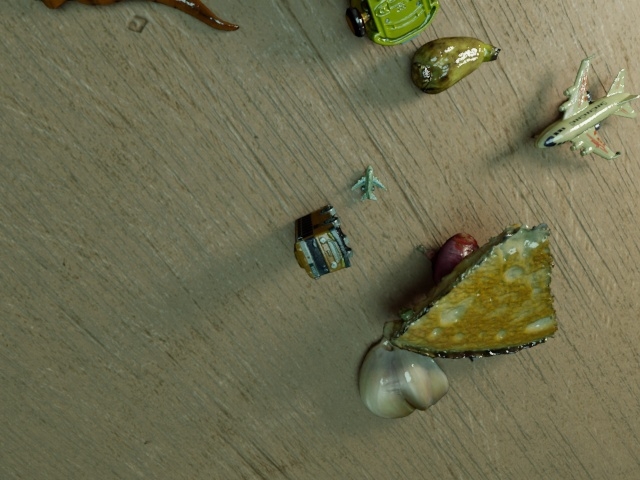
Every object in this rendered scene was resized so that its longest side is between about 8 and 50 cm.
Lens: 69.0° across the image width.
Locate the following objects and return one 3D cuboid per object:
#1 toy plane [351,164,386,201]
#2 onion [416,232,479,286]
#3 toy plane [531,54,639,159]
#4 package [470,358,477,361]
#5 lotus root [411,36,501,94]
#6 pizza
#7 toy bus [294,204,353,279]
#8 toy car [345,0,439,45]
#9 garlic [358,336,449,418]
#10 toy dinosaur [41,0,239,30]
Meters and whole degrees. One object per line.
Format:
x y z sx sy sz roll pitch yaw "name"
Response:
0.111 -0.131 1.073 0.080 0.033 0.083 0 100 -4 "toy plane"
0.292 0.039 1.104 0.140 0.150 0.150 32 104 21 "onion"
0.584 -0.271 1.035 0.256 0.104 0.242 -26 110 3 "toy plane"
0.442 0.182 1.183 0.204 0.062 0.251 -24 111 4 "package"
0.281 -0.379 0.987 0.191 0.094 0.108 -21 131 -7 "lotus root"
0.338 0.166 1.061 0.392 0.080 0.435 -24 129 6 "pizza"
0.000 0.000 1.015 0.114 0.201 0.098 -23 108 4 "toy bus"
0.120 -0.515 0.901 0.200 0.142 0.248 -24 127 3 "toy car"
0.202 0.366 1.194 0.217 0.110 0.228 -34 107 9 "garlic"
-0.375 -0.525 0.880 0.432 0.097 0.208 4 120 -3 "toy dinosaur"
